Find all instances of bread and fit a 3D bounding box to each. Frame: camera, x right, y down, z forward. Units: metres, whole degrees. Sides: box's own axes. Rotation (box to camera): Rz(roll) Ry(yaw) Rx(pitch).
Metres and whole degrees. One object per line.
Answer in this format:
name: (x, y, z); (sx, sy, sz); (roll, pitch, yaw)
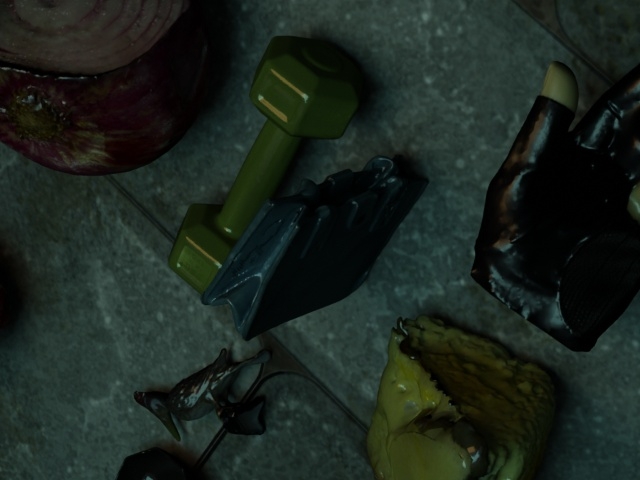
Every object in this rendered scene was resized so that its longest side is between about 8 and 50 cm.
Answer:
bread: (0.145, 0.216, 1.745); (0.262, 0.162, 0.204); (-116, 36, -55)

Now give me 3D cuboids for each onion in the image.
onion: (-0.242, -0.181, 1.834); (0.256, 0.272, 0.230); (36, 147, 25)

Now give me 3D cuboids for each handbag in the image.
handbag: (0.000, 0.000, 1.722); (0.062, 0.229, 0.179); (45, 124, 17)

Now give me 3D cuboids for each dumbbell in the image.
dumbbell: (-0.060, -0.073, 1.809); (0.121, 0.108, 0.302); (40, 122, 16)

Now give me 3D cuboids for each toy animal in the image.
toy animal: (-0.137, 0.180, 1.981); (0.202, 0.070, 0.105); (-9, 87, 37)

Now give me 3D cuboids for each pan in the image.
pan: (-0.219, 0.325, 2.063); (0.202, 0.048, 0.128); (-20, 71, 33)

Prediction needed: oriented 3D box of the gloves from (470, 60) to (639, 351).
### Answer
gloves: (0.255, -0.053, 1.591); (0.197, 0.152, 0.301); (33, 116, -5)

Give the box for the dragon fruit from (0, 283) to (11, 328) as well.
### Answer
dragon fruit: (-0.496, 0.083, 2.093); (0.274, 0.193, 0.192); (-8, 130, 34)
